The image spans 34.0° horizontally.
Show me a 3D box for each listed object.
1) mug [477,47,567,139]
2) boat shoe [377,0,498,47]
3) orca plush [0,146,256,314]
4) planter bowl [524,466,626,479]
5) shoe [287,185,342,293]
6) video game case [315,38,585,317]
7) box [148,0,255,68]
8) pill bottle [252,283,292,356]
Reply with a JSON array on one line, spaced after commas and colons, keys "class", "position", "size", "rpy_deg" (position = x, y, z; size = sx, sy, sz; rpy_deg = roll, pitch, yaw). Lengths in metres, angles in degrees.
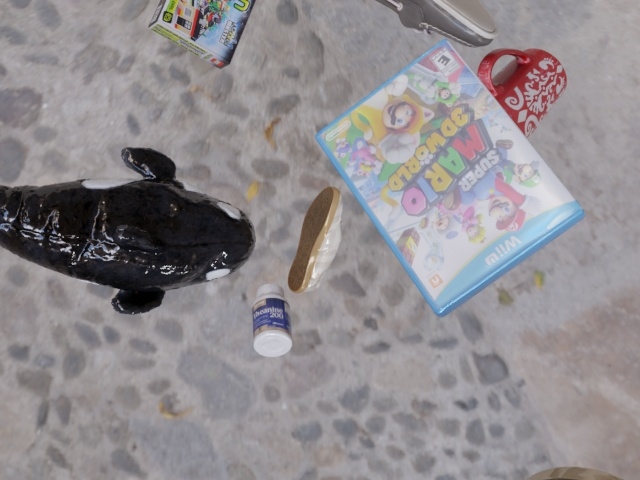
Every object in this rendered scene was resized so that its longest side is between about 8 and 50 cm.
[{"class": "mug", "position": [0.291, -0.214, 1.545], "size": [0.113, 0.169, 0.150], "rpy_deg": [34, 147, 16]}, {"class": "boat shoe", "position": [0.121, -0.372, 1.554], "size": [0.335, 0.112, 0.095], "rpy_deg": [44, 125, 20]}, {"class": "orca plush", "position": [-0.182, -0.025, 0.911], "size": [0.287, 0.102, 0.151], "rpy_deg": [25, 79, -19]}, {"class": "planter bowl", "position": [0.127, 0.185, 0.534], "size": [0.162, 0.109, 0.162], "rpy_deg": [14, 126, 21]}, {"class": "shoe", "position": [0.000, 0.000, 1.971], "size": [0.058, 0.076, 0.219], "rpy_deg": [9, 111, -33]}, {"class": "video game case", "position": [0.085, -0.046, 0.725], "size": [0.119, 0.015, 0.166], "rpy_deg": [-36, 65, 6]}, {"class": "box", "position": [-0.137, -0.347, 1.393], "size": [0.114, 0.036, 0.207], "rpy_deg": [27, 74, -25]}, {"class": "pill bottle", "position": [-0.084, 0.135, 1.799], "size": [0.067, 0.120, 0.067], "rpy_deg": [-3, 136, -3]}]
